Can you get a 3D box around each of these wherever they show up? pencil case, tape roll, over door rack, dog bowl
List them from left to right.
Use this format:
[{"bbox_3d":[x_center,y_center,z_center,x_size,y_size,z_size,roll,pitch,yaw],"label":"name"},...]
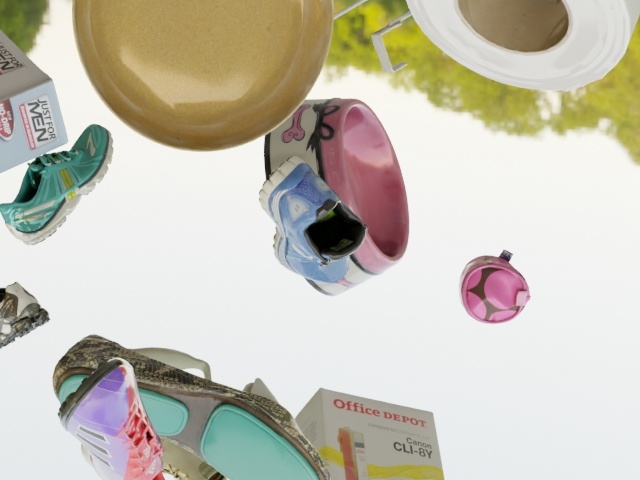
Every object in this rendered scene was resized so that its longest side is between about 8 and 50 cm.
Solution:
[{"bbox_3d":[0.048,-0.102,2.105,0.150,0.408,0.408,-13,-173,23],"label":"dog bowl"},{"bbox_3d":[0.117,-0.370,1.490,0.324,0.108,0.239,-45,-153,-18],"label":"over door rack"},{"bbox_3d":[0.241,0.065,1.461,0.098,0.095,0.209,19,-173,7],"label":"pencil case"},{"bbox_3d":[0.247,-0.308,1.276,0.286,0.100,0.286,21,154,11],"label":"tape roll"}]

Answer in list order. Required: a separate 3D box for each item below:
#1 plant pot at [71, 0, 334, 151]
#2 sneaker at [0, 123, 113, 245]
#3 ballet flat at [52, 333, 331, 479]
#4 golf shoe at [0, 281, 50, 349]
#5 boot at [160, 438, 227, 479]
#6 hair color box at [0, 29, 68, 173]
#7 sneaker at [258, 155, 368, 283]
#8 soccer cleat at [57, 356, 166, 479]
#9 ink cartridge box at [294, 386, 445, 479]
[{"bbox_3d":[-0.100,-0.196,0.917,0.236,0.236,0.032,-4,-162,-25],"label":"plant pot"},{"bbox_3d":[-0.474,-0.118,1.923,0.107,0.110,0.275,0,-132,43],"label":"sneaker"},{"bbox_3d":[-0.191,0.269,1.732,0.482,0.164,0.182,23,-148,-5],"label":"ballet flat"},{"bbox_3d":[-0.519,0.122,1.773,0.077,0.094,0.198,-35,-176,-42],"label":"golf shoe"},{"bbox_3d":[-0.273,0.419,1.930,0.213,0.077,0.165,-36,-122,-15],"label":"boot"},{"bbox_3d":[-0.541,-0.135,1.366,0.374,0.114,0.185,-29,-130,-25],"label":"hair color box"},{"bbox_3d":[0.000,0.000,1.772,0.147,0.130,0.330,40,169,26],"label":"sneaker"},{"bbox_3d":[-0.242,0.241,1.312,0.116,0.318,0.108,41,-114,14],"label":"soccer cleat"},{"bbox_3d":[0.097,0.506,2.077,0.279,0.160,0.385,16,-137,-22],"label":"ink cartridge box"}]
